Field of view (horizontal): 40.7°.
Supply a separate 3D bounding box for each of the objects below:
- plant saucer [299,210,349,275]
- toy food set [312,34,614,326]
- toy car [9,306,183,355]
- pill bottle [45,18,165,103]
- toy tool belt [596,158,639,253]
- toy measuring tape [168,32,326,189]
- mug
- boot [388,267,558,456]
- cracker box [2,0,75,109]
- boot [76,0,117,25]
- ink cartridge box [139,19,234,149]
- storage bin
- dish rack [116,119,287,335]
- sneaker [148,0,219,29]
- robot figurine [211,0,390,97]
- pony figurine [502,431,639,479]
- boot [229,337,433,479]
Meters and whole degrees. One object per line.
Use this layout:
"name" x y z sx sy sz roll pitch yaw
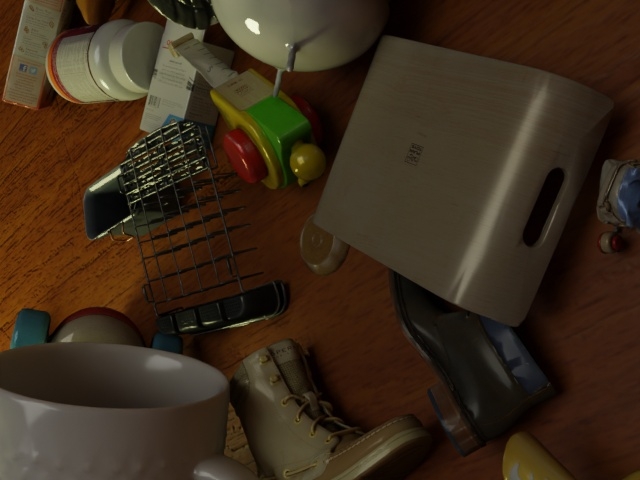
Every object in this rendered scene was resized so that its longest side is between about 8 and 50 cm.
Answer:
"plant saucer" 0.000 0.000 1.032 0.083 0.015 0.083 -8 78 44
"toy food set" 0.125 -0.073 0.871 0.306 0.092 0.220 30 101 52
"toy car" -0.326 0.171 1.245 0.238 0.219 0.210 -122 46 -70
"pill bottle" -0.319 -0.274 1.325 0.221 0.121 0.121 6 88 46
"toy tool belt" 0.266 -0.029 0.740 0.051 0.052 0.083 5 88 54
"toy measuring tape" -0.091 -0.152 1.079 0.330 0.121 0.121 42 114 41
"mug" -0.212 0.314 0.960 0.374 0.276 0.328 9 96 21
"boot" 0.144 0.094 0.850 0.106 0.082 0.219 -30 52 12
"cracker box" -0.480 -0.347 1.493 0.156 0.067 0.232 -130 55 -75
"boot" -0.368 -0.514 1.422 0.211 0.104 0.295 118 150 -50
"ink cartridge box" -0.185 -0.230 1.224 0.104 0.060 0.180 24 101 44
"storage bin" -0.270 -0.046 1.262 0.135 0.091 0.098 -26 66 41
"dish rack" -0.165 -0.013 1.117 0.208 0.074 0.272 -17 87 42
"sneaker" -0.100 -0.476 1.124 0.410 0.158 0.182 -54 21 10
"robot figurine" -0.007 -0.339 0.947 0.199 0.300 0.354 11 85 4
"pony figurine" 0.265 0.304 0.567 0.363 0.302 0.351 -11 67 60
"boot" -0.004 0.194 0.953 0.262 0.095 0.203 -44 54 40
